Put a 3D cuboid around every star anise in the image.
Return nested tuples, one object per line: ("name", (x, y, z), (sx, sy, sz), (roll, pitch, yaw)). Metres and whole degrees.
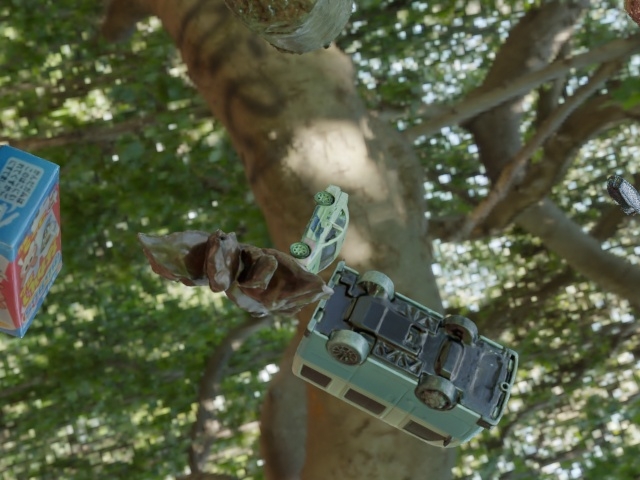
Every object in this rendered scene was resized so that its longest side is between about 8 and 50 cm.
("star anise", (-0.089, 0.027, 0.942), (0.195, 0.182, 0.065), (13, -98, 41))

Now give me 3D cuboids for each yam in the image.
("yam", (-0.052, -0.403, 1.590), (0.300, 0.195, 0.195), (-10, 86, -82))

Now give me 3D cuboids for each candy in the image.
("candy", (-0.465, 0.010, 1.536), (0.306, 0.100, 0.157), (114, -3, -57))

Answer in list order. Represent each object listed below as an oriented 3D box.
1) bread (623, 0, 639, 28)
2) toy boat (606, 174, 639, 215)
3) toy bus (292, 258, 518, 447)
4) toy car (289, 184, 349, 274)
("bread", (0.427, -0.406, 1.128), (0.187, 0.155, 0.338), (-60, 152, -61))
("toy boat", (0.440, -0.062, 1.481), (0.083, 0.038, 0.038), (43, -1, -28))
("toy bus", (0.105, 0.166, 1.354), (0.133, 0.271, 0.165), (-63, 180, -39))
("toy car", (0.000, 0.000, 1.826), (0.090, 0.076, 0.224), (102, 9, -48))
